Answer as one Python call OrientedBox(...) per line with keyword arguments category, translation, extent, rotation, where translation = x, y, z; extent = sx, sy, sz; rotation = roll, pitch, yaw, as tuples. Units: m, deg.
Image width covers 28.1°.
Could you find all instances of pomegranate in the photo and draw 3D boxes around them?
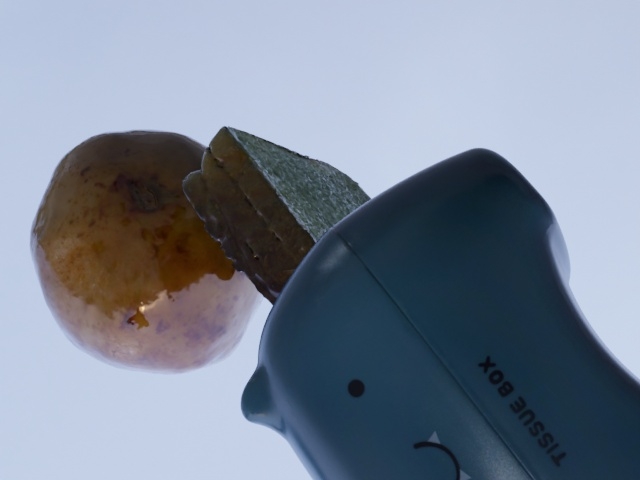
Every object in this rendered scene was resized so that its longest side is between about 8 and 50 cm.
OrientedBox(category="pomegranate", translation=(-0.158, 0.010, 1.216), extent=(0.248, 0.248, 0.248), rotation=(-7, -150, 4))

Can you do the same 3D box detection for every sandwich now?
OrientedBox(category="sandwich", translation=(0.000, 0.000, 1.040), extent=(0.215, 0.065, 0.186), rotation=(18, -151, -55))

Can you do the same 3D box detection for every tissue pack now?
OrientedBox(category="tissue pack", translation=(0.096, 0.112, 0.732), extent=(0.206, 0.287, 0.198), rotation=(-36, 169, -1))
